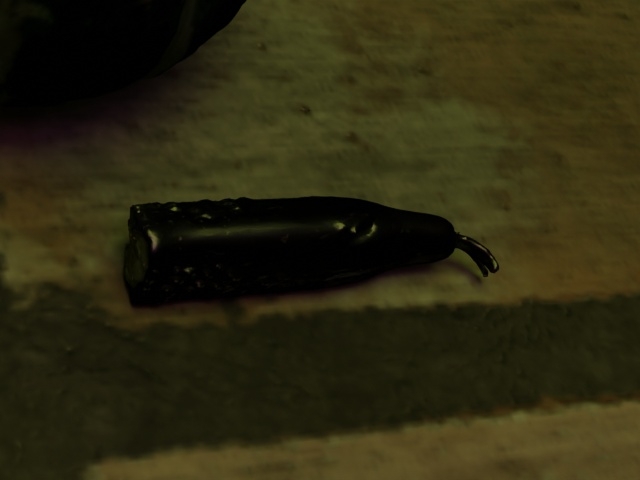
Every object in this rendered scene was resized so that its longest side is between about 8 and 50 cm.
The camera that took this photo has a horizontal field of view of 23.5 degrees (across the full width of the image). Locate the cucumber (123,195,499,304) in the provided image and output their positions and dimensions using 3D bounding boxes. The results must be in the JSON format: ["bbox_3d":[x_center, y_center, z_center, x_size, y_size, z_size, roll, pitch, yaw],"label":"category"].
[{"bbox_3d":[0.000,0.000,0.612,0.163,0.039,0.043,-6,77,-28],"label":"cucumber"}]

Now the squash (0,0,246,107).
[{"bbox_3d":[-0.126,-0.170,0.600,0.252,0.165,0.252,12,50,-14],"label":"squash"}]
